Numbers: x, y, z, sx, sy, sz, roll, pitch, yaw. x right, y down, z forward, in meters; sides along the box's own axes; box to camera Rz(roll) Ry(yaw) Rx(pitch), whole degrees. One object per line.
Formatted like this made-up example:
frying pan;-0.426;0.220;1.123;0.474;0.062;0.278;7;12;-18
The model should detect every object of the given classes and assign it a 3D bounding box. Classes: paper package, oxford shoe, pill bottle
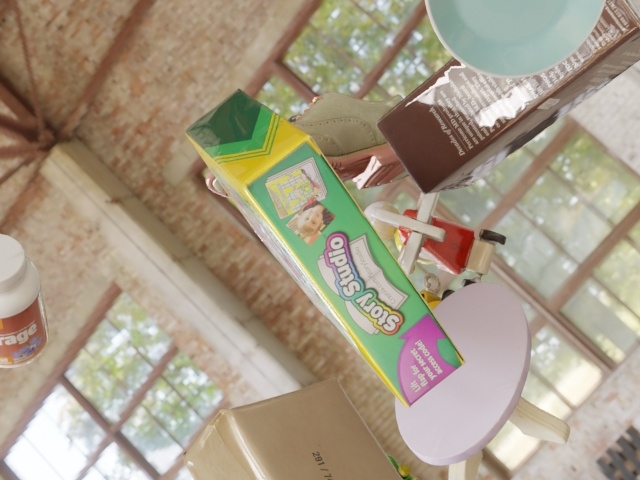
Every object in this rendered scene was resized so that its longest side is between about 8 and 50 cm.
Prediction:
paper package;-0.022;0.429;1.895;0.309;0.325;0.168;-9;-32;-51
oxford shoe;-0.012;-0.153;1.753;0.397;0.147;0.140;-9;-18;-32
pill bottle;-0.487;0.092;1.684;0.121;0.121;0.216;-38;-26;-30

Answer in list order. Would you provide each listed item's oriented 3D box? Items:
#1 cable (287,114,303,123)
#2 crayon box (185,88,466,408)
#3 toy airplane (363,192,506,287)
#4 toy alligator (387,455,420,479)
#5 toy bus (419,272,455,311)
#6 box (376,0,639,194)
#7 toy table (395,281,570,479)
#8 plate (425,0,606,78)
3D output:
cable;-0.057;-0.131;2.416;0.072;0.139;0.287;-7;-84;-53
crayon box;0.000;0.000;1.399;0.106;0.363;0.313;-39;25;-5
toy airplane;0.191;-0.016;2.281;0.386;0.272;0.384;-41;-43;-38
toy alligator;0.193;0.551;2.384;0.051;0.190;0.056;-17;-28;-47
toy bus;0.232;0.159;2.088;0.191;0.202;0.104;-24;-7;-40
box;0.285;-0.229;1.552;0.381;0.143;0.191;-37;-12;29
toy table;0.224;0.218;1.579;0.274;0.252;0.161;-55;-37;-18
plate;0.184;-0.248;1.037;0.188;0.188;0.024;-47;20;4
